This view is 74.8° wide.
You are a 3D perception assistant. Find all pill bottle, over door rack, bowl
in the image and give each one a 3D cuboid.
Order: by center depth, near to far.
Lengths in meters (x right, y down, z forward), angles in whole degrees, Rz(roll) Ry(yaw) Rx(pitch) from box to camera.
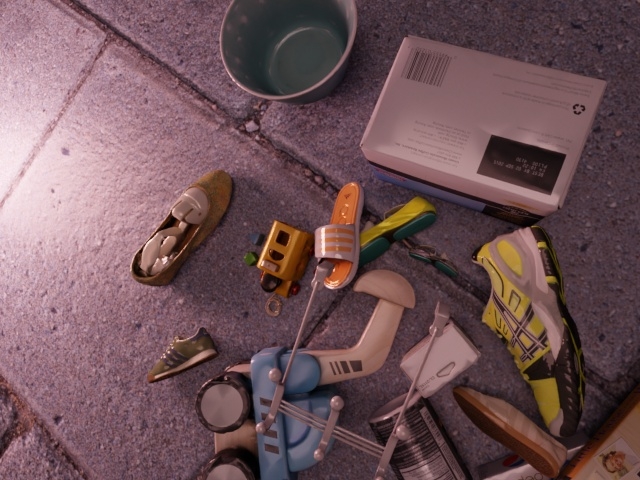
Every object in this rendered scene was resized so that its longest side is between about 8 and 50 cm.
[{"bbox_3d":[0.050,0.219,0.703,0.240,0.108,0.323,21,89,11],"label":"over door rack"},{"bbox_3d":[0.207,0.434,0.817,0.131,0.130,0.245,-31,77,10],"label":"pill bottle"},{"bbox_3d":[-0.054,-0.443,0.965,0.312,0.163,0.310,-1,85,15],"label":"bowl"}]

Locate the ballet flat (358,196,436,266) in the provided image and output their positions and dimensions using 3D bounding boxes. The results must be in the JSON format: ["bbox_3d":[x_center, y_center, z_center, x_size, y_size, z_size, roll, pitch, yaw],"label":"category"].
[{"bbox_3d":[0.142,-0.022,0.920,0.231,0.077,0.077,-31,56,10],"label":"ballet flat"}]

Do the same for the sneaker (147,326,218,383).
[{"bbox_3d":[-0.345,0.276,1.026,0.192,0.064,0.086,-26,71,11],"label":"sneaker"}]

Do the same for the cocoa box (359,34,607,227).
[{"bbox_3d":[0.291,-0.195,0.808,0.348,0.228,0.231,21,90,17],"label":"cocoa box"}]

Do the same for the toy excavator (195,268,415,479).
[{"bbox_3d":[-0.010,0.294,0.877,0.446,0.222,0.431,-6,81,1],"label":"toy excavator"}]

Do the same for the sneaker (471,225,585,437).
[{"bbox_3d":[0.402,0.171,0.805,0.147,0.145,0.383,-15,77,34],"label":"sneaker"}]

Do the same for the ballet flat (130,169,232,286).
[{"bbox_3d":[-0.344,-0.030,1.027,0.123,0.123,0.348,39,95,16],"label":"ballet flat"}]

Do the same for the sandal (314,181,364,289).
[{"bbox_3d":[0.029,-0.024,0.898,0.102,0.076,0.264,-17,53,41],"label":"sandal"}]

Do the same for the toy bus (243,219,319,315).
[{"bbox_3d":[-0.091,0.053,0.947,0.191,0.104,0.202,-25,78,15],"label":"toy bus"}]

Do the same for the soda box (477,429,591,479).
[{"bbox_3d":[0.416,0.439,0.790,0.216,0.069,0.073,-27,77,12],"label":"soda box"}]

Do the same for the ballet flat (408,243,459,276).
[{"bbox_3d":[0.248,0.037,0.896,0.115,0.041,0.041,26,91,16],"label":"ballet flat"}]

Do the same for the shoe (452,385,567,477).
[{"bbox_3d":[0.355,0.349,0.799,0.058,0.076,0.219,-33,43,-24],"label":"shoe"}]

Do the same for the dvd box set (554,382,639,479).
[{"bbox_3d":[0.605,0.416,0.673,0.420,0.062,0.308,-42,69,-9],"label":"dvd box set"}]

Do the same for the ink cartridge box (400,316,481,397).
[{"bbox_3d":[0.230,0.217,0.809,0.127,0.175,0.072,-41,76,8],"label":"ink cartridge box"}]
